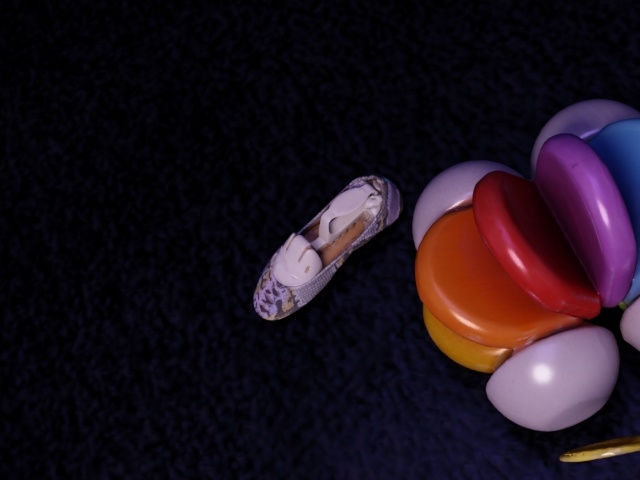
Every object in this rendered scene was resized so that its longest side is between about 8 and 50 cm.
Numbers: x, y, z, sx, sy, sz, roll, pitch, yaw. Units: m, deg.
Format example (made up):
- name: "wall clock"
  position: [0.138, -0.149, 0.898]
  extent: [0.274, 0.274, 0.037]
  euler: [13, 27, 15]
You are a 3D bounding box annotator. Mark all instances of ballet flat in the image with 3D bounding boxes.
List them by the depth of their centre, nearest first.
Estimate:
- name: "ballet flat"
  position: [0.000, 0.000, 0.872]
  extent: [0.114, 0.041, 0.041]
  euler: [-42, 63, -5]

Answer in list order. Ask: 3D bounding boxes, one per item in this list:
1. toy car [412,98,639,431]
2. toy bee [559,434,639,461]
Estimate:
- name: "toy car"
  position: [0.134, -0.001, 0.781]
  extent: [0.182, 0.136, 0.159]
  euler: [-27, 62, 2]
- name: "toy bee"
  position: [0.200, 0.107, 0.630]
  extent: [0.195, 0.162, 0.298]
  euler: [-37, 48, 28]
